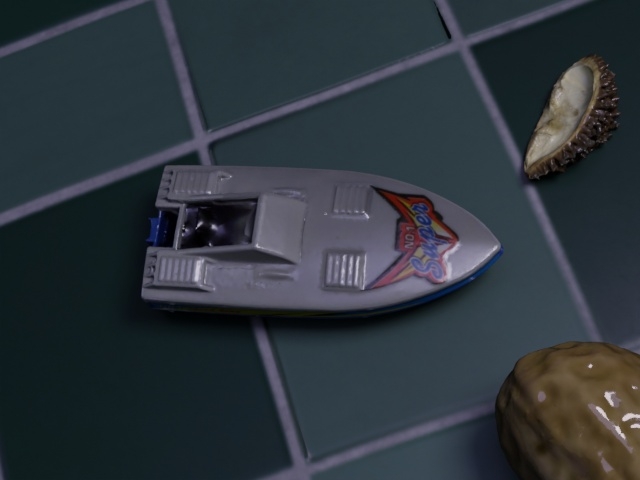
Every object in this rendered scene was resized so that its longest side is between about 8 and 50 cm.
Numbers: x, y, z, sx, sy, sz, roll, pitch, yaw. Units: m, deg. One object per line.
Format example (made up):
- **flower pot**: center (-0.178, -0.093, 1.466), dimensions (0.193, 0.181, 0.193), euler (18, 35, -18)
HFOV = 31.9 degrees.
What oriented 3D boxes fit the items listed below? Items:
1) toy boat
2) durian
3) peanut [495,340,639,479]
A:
- **toy boat**: center (0.000, 0.000, 0.911), dimensions (0.295, 0.088, 0.129), euler (2, 68, 13)
- **durian**: center (0.213, -0.105, 0.933), dimensions (0.066, 0.052, 0.130), euler (21, 74, 22)
- **peanut**: center (0.232, 0.185, 0.743), dimensions (0.143, 0.159, 0.291), euler (-46, 66, 12)
